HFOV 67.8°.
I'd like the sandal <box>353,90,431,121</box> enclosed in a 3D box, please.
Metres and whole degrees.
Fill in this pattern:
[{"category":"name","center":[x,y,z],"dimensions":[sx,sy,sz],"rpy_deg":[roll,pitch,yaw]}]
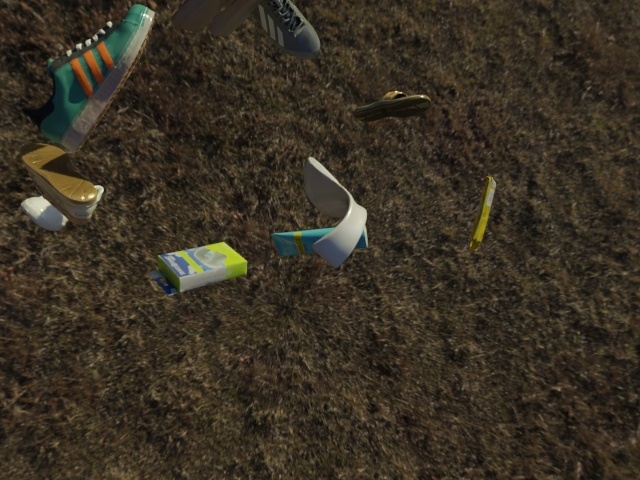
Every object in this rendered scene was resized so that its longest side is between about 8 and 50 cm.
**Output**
[{"category":"sandal","center":[0.164,-0.317,1.105],"dimensions":[0.180,0.072,0.048],"rpy_deg":[-5,75,18]}]

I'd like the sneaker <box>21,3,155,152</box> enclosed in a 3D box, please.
[{"category":"sneaker","center":[-0.418,-0.315,0.860],"dimensions":[0.121,0.108,0.302],"rpy_deg":[33,88,-23]}]

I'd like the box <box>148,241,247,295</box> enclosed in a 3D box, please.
[{"category":"box","center":[-0.262,0.057,1.023],"dimensions":[0.178,0.109,0.042],"rpy_deg":[-14,123,-38]}]

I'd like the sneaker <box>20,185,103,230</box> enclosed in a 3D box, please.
[{"category":"sneaker","center":[-0.491,-0.081,0.925],"dimensions":[0.094,0.212,0.080],"rpy_deg":[-44,99,4]}]

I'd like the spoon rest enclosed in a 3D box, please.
[{"category":"spoon rest","center":[0.028,-0.063,0.813],"dimensions":[0.084,0.276,0.137],"rpy_deg":[-37,117,18]}]

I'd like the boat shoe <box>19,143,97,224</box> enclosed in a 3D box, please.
[{"category":"boat shoe","center":[-0.377,-0.080,0.678],"dimensions":[0.063,0.059,0.170],"rpy_deg":[-19,49,-43]}]

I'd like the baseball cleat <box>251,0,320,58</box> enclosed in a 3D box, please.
[{"category":"baseball cleat","center":[-0.075,-0.388,0.801],"dimensions":[0.206,0.109,0.072],"rpy_deg":[34,87,-22]}]

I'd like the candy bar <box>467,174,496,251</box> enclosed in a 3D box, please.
[{"category":"candy bar","center":[0.332,-0.055,0.975],"dimensions":[0.018,0.040,0.161],"rpy_deg":[12,85,43]}]

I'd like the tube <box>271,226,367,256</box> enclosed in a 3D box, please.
[{"category":"tube","center":[0.000,0.000,1.063],"dimensions":[0.207,0.080,0.052],"rpy_deg":[-6,43,10]}]

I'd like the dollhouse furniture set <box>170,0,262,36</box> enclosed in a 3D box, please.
[{"category":"dollhouse furniture set","center":[-0.179,-0.436,0.456],"dimensions":[0.257,0.394,0.362],"rpy_deg":[-39,103,18]}]
